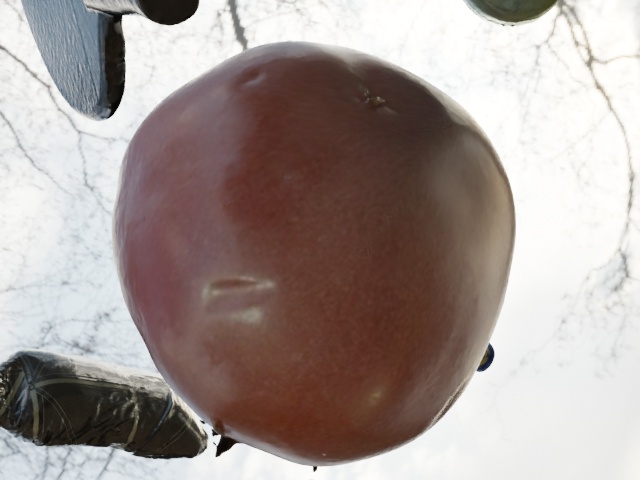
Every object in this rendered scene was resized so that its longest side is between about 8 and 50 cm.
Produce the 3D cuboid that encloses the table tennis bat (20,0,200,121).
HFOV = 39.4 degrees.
[{"bbox_3d":[-0.117,-0.126,0.434,0.027,0.236,0.150,-21,-66,-26],"label":"table tennis bat"}]

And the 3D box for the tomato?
[{"bbox_3d":[0.000,0.000,0.721,0.341,0.341,0.273,-15,-30,-52],"label":"tomato"}]

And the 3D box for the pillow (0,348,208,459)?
[{"bbox_3d":[-0.290,0.216,1.169,0.335,0.161,0.092,24,-77,-43],"label":"pillow"}]

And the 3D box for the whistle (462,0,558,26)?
[{"bbox_3d":[0.132,-0.271,0.782,0.104,0.198,0.057,-51,8,1],"label":"whistle"}]

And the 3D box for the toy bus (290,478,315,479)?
[{"bbox_3d":[-0.108,0.446,1.252,0.138,0.275,0.167,25,-131,-83],"label":"toy bus"}]

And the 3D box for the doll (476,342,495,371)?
[{"bbox_3d":[0.179,0.139,1.147,0.143,0.058,0.098,22,-79,-46],"label":"doll"}]
